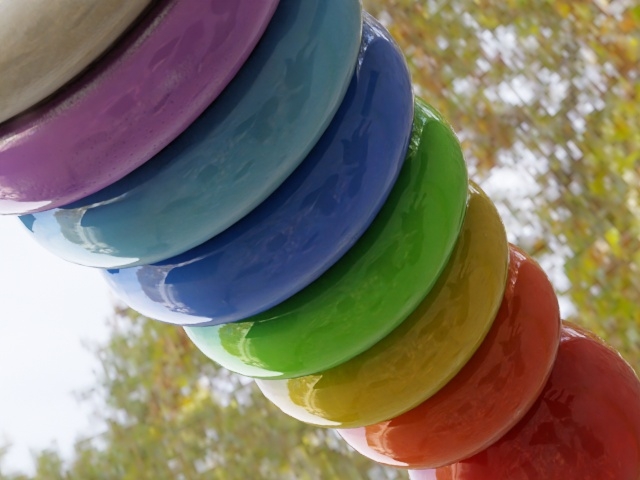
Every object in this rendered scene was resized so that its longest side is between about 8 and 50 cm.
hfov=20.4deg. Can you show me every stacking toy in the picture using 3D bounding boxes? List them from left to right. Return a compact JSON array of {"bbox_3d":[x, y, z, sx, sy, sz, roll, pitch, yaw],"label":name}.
[{"bbox_3d":[0.000,0.000,0.566,0.141,0.141,0.330,-39,-53,7],"label":"stacking toy"}]
